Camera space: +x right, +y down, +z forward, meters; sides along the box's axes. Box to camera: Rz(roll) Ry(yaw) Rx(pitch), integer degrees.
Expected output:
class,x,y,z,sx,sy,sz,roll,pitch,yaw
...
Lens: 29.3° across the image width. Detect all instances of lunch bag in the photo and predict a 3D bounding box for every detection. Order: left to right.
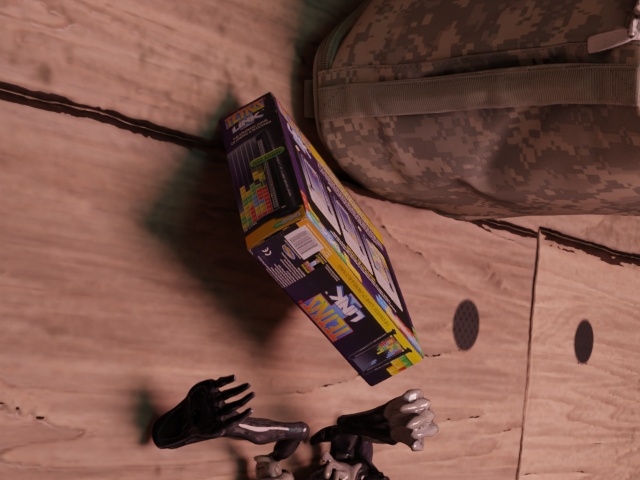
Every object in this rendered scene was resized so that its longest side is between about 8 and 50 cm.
class,x,y,z,sx,sy,sz,roll,pitch,yaw
lunch bag,0.173,-0.115,0.926,0.256,0.305,0.213,-13,101,-52

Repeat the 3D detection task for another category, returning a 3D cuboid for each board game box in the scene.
class,x,y,z,sx,sy,sz,roll,pitch,yaw
board game box,0.000,0.000,0.856,0.170,0.048,0.141,51,14,-40

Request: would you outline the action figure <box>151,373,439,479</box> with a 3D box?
class,x,y,z,sx,sy,sz,roll,pitch,yaw
action figure,0.012,0.186,0.866,0.275,0.141,0.164,25,64,-48
